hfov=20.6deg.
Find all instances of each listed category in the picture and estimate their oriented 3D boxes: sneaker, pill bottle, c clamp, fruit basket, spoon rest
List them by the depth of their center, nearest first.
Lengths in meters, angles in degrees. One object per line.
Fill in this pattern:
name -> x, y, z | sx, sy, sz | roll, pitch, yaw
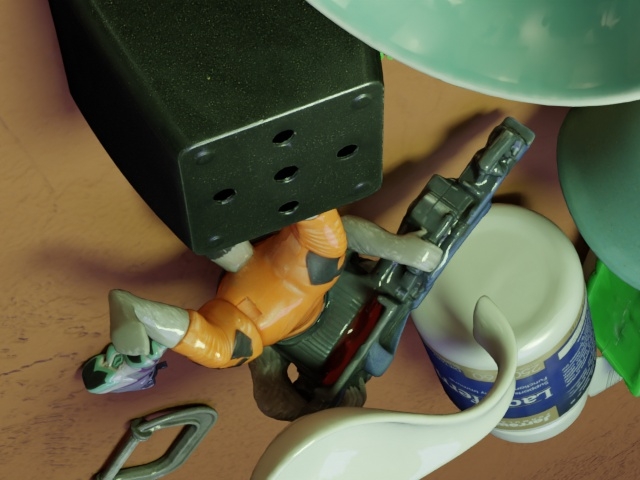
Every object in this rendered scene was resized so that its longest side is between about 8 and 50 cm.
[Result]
spoon rest -> 0.054, 0.149, 1.355 | 0.276, 0.084, 0.137 | -35, 145, -24
sneaker -> -0.148, 0.101, 1.496 | 0.098, 0.038, 0.069 | -29, 155, 29
pill bottle -> 0.173, 0.085, 1.600 | 0.153, 0.153, 0.265 | -26, 152, 1
c clamp -> -0.172, 0.205, 1.668 | 0.137, 0.022, 0.161 | 0, 144, -39
fruit basket -> 0.414, -0.012, 1.675 | 0.353, 0.165, 0.327 | -32, 157, -21

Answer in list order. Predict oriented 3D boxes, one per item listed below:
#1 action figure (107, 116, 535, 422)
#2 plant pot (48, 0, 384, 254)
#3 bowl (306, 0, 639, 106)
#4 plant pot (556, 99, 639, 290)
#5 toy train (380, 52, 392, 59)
action figure -> 0.000, 0.000, 1.371 | 0.341, 0.178, 0.330 | -53, 158, -1
plant pot -> -0.050, -0.105, 1.076 | 0.188, 0.167, 0.187 | -21, 153, -10
bowl -> 0.099, -0.232, 0.895 | 0.311, 0.311, 0.163 | 90, 25, -60
plant pot -> 0.329, -0.080, 1.346 | 0.271, 0.272, 0.255 | 0, 157, -40
toy train -> 0.046, -0.141, 1.252 | 0.083, 0.017, 0.024 | -13, 140, -21
